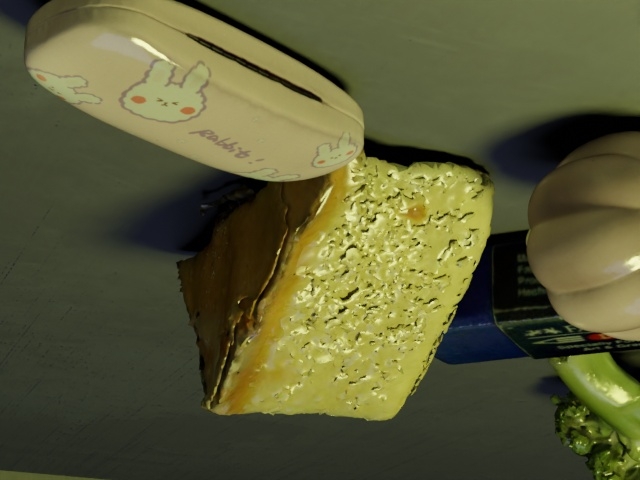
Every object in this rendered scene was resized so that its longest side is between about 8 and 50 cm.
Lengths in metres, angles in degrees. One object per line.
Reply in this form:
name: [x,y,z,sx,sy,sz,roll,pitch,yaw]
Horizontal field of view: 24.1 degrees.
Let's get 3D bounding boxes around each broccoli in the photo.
broccoli: [0.418,0.222,1.959,0.302,0.186,0.254,47,158,1]

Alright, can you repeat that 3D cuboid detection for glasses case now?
glasses case: [-0.087,-0.110,1.119,0.113,0.075,0.297,-18,153,38]

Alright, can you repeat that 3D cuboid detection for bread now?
bread: [0.000,0.000,1.449,0.248,0.279,0.315,10,116,-25]

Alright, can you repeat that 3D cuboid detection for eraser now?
eraser: [0.256,0.054,1.525,0.332,0.102,0.155,-9,157,24]

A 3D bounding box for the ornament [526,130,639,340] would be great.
ornament: [0.256,-0.001,1.268,0.177,0.177,0.177,1,160,0]
